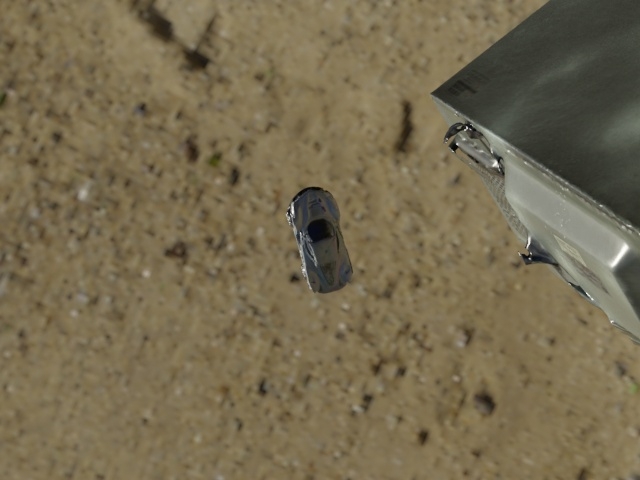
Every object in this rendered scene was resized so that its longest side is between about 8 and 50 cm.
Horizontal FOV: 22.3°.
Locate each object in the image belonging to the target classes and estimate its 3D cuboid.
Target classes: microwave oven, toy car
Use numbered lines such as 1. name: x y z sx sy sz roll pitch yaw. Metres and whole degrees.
1. microwave oven: 0.363 -0.089 1.647 0.374 0.236 0.432 -37 31 -5
2. toy car: 0.000 0.000 1.301 0.041 0.093 0.025 -19 31 -7
